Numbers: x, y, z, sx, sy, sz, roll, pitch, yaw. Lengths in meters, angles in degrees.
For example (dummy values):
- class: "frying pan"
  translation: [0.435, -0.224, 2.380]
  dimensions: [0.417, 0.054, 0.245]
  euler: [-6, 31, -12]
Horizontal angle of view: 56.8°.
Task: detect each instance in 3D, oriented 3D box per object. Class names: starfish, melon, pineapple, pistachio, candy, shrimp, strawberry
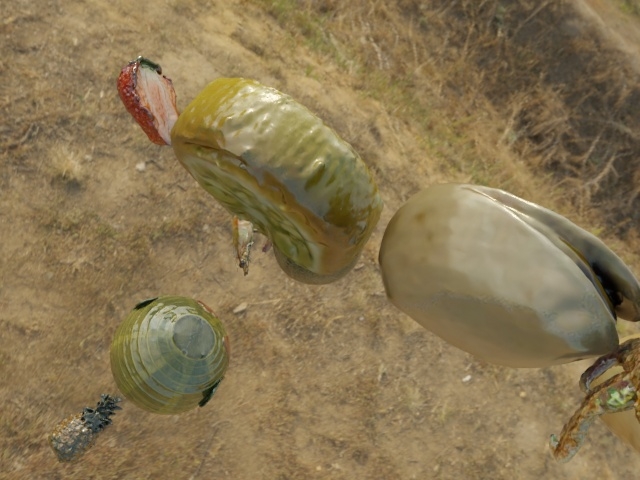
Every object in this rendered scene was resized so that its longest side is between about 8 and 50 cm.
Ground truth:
- class: "starfish"
  translation: [0.241, 0.099, 0.411]
  dimensions: [0.053, 0.210, 0.150]
  euler: [47, 29, 11]
- class: "melon"
  translation: [0.000, 0.000, 1.622]
  dimensions: [0.238, 0.237, 0.301]
  euler: [58, 21, 5]
- class: "pineapple"
  translation: [-0.573, 0.453, 1.464]
  dimensions: [0.197, 0.108, 0.108]
  euler: [-44, 94, -11]
- class: "pistachio"
  translation: [0.154, 0.030, 0.520]
  dimensions: [0.137, 0.237, 0.153]
  euler: [-39, 133, -29]
- class: "candy"
  translation: [-0.053, -0.070, 0.683]
  dimensions: [0.259, 0.260, 0.118]
  euler: [38, 73, -11]
- class: "shrimp"
  translation: [-0.210, -0.007, 1.846]
  dimensions: [0.149, 0.068, 0.249]
  euler: [13, 68, -4]
- class: "strawberry"
  translation: [-0.320, -0.254, 1.117]
  dimensions: [0.146, 0.082, 0.187]
  euler: [-1, 69, -63]

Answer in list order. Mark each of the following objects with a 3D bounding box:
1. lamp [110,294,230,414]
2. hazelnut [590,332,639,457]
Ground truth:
- class: "lamp"
  translation: [-0.325, 0.251, 1.250]
  dimensions: [0.250, 0.284, 0.250]
  euler: [23, 48, -29]
- class: "hazelnut"
  translation: [0.496, 0.234, 0.801]
  dimensions: [0.261, 0.261, 0.241]
  euler: [-45, 137, -39]
